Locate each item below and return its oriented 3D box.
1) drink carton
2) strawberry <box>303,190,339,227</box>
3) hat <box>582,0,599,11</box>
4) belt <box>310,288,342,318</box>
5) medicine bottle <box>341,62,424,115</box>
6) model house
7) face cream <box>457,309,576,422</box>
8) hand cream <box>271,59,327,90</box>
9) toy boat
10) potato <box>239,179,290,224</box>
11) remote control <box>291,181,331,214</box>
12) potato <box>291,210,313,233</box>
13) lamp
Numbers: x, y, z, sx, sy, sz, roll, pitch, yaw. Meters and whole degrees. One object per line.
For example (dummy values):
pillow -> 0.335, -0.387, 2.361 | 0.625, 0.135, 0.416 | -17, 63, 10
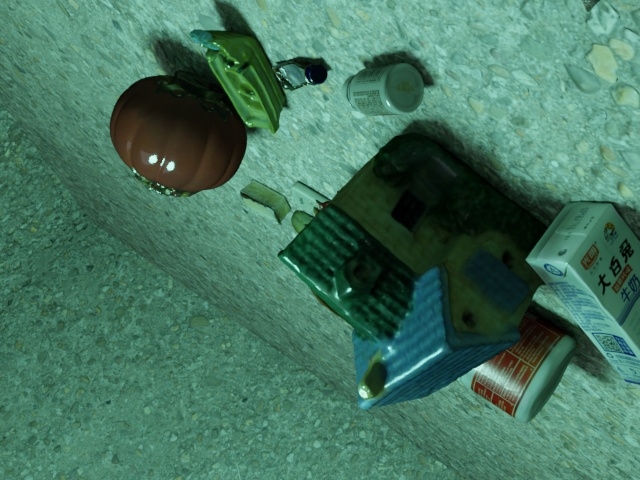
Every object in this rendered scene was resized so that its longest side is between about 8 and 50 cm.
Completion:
drink carton -> 0.471, 0.088, 1.451 | 0.315, 0.130, 0.106 | 48, 160, -22
strawberry -> 0.137, -0.031, 1.898 | 0.306, 0.138, 0.233 | 6, 171, 16
hat -> 0.296, -0.289, 1.026 | 0.058, 0.042, 0.087 | 44, -163, -6
belt -> 0.087, 0.123, 2.293 | 0.184, 0.105, 0.261 | -2, 145, 43
medicine bottle -> 0.096, -0.240, 1.477 | 0.079, 0.079, 0.140 | 48, 161, -26
model house -> 0.144, 0.069, 1.572 | 0.382, 0.342, 0.334 | 42, 140, -2
face cream -> 0.392, 0.240, 1.873 | 0.187, 0.201, 0.201 | 32, 161, 23
hand cream -> -0.036, -0.301, 1.680 | 0.062, 0.039, 0.163 | 45, 168, -24
toy boat -> -0.148, -0.322, 1.780 | 0.111, 0.084, 0.276 | 23, 160, 35
potato -> -0.139, -0.096, 2.357 | 0.122, 0.061, 0.086 | 27, 159, 30
remote control -> 0.011, -0.071, 2.163 | 0.190, 0.029, 0.087 | 33, 161, 21
potato -> 0.000, 0.000, 2.330 | 0.198, 0.054, 0.119 | 39, 166, 0
lamp -> -0.309, -0.233, 2.017 | 0.303, 0.257, 0.303 | 22, -160, -9
